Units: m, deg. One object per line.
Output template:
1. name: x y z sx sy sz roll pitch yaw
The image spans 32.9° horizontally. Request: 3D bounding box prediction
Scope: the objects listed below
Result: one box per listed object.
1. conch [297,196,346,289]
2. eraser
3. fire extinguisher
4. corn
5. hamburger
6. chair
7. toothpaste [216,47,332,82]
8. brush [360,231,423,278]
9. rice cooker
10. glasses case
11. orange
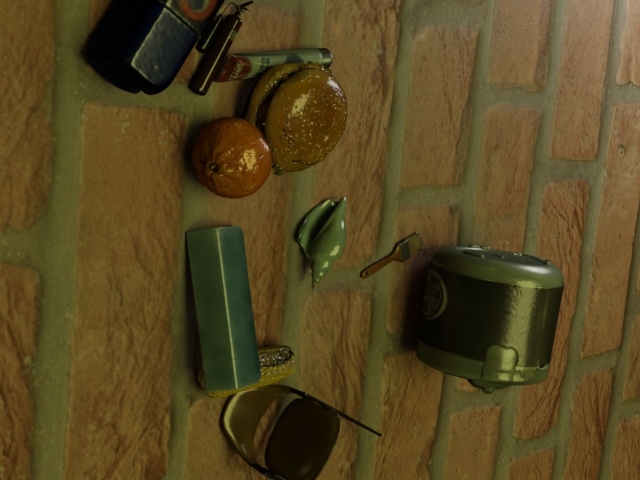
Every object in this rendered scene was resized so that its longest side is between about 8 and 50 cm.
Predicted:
1. conch: 0.002 0.002 1.968 0.065 0.088 0.180 94 10 -81
2. eraser: -0.213 -0.375 1.596 0.101 0.155 0.332 40 74 -40
3. fire extinguisher: -0.167 -0.317 1.741 0.049 0.035 0.173 27 80 -5
4. corn: -0.125 0.226 1.893 0.203 0.072 0.072 -8 106 -43
5. hamburger: -0.032 -0.209 1.815 0.191 0.118 0.182 -30 139 -36
6. chair: -0.042 0.359 1.951 0.247 0.172 0.158 38 75 -50
7. toothpaste: -0.075 -0.298 1.819 0.239 0.039 0.062 -14 148 -42
8. brush: 0.140 0.034 2.133 0.170 0.014 0.043 -30 118 -34
9. rice cooker: 0.336 0.157 2.179 0.288 0.288 0.277 1 101 -44
10. glasses case: -0.151 0.111 1.797 0.105 0.056 0.266 -7 90 -42
11. orange: -0.145 -0.133 1.733 0.117 0.135 0.135 0 101 -56
